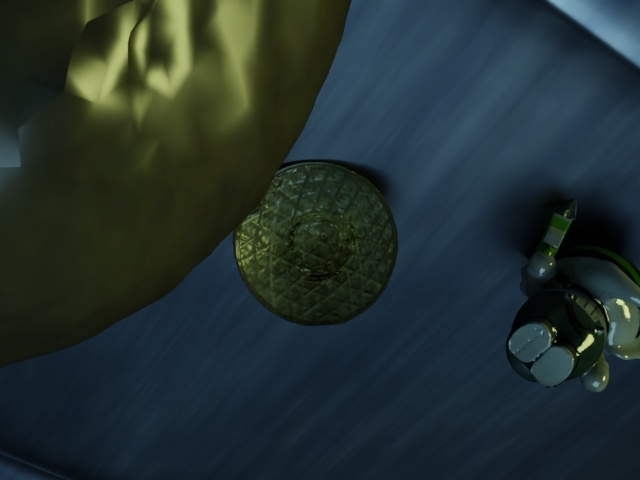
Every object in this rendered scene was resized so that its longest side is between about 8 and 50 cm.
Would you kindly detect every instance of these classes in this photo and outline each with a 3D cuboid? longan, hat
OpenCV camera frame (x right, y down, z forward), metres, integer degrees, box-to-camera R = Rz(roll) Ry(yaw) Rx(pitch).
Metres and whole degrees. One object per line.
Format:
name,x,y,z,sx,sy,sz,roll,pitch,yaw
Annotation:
longan,-0.187,-0.159,0.644,0.404,0.436,0.404,23,168,5
hat,0.000,0.000,1.077,0.146,0.067,0.146,1,96,8

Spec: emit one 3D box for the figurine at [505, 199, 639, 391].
figurine,0.229,0.061,1.051,0.147,0.192,0.126,41,123,14
